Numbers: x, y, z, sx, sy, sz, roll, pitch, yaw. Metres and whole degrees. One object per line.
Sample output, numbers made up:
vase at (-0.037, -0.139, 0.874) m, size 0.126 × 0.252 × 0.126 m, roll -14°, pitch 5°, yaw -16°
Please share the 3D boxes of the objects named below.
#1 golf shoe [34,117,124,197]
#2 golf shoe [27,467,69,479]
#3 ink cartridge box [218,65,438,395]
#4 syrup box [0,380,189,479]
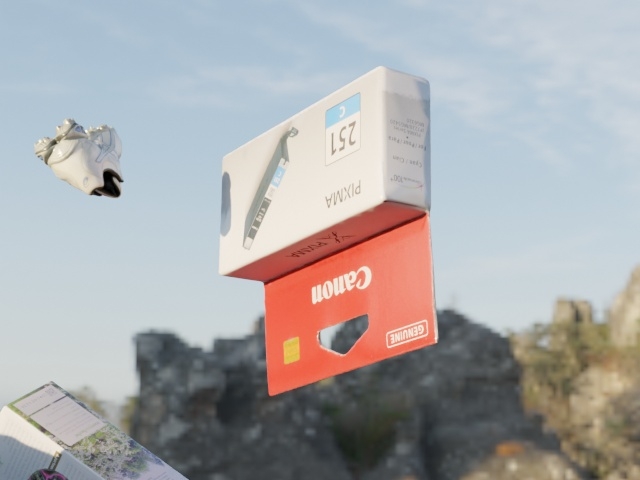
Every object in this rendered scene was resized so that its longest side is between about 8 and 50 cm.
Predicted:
golf shoe at (-0.236, -0.074, 1.524) m, size 0.069 × 0.086 × 0.176 m, roll -40°, pitch -4°, yaw 10°
golf shoe at (-0.243, 0.317, 1.490) m, size 0.067 × 0.186 × 0.086 m, roll -32°, pitch -10°, yaw -5°
ink cartridge box at (0.000, 0.000, 1.452) m, size 0.066 × 0.261 × 0.296 m, roll 11°, pitch -21°, yaw -32°
syrup box at (-0.241, 0.263, 1.577) m, size 0.237 × 0.096 × 0.093 m, roll 34°, pitch 24°, yaw 13°
